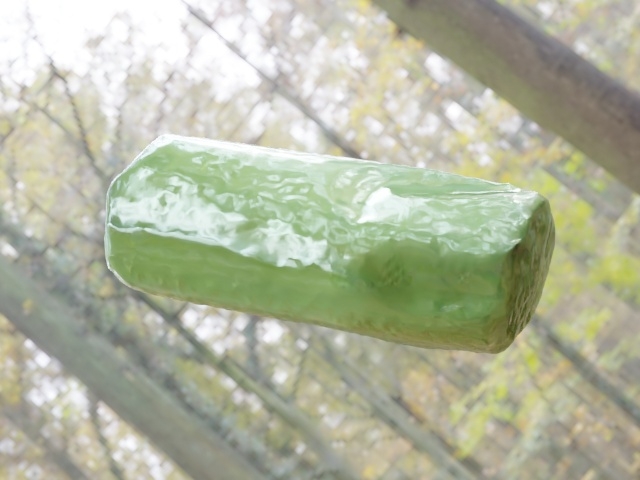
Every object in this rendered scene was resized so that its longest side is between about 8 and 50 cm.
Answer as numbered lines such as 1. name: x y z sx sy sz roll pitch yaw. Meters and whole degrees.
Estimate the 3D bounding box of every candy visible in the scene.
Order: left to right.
1. candy: 0.000 0.000 1.144 0.142 0.343 0.132 4 -85 -67
